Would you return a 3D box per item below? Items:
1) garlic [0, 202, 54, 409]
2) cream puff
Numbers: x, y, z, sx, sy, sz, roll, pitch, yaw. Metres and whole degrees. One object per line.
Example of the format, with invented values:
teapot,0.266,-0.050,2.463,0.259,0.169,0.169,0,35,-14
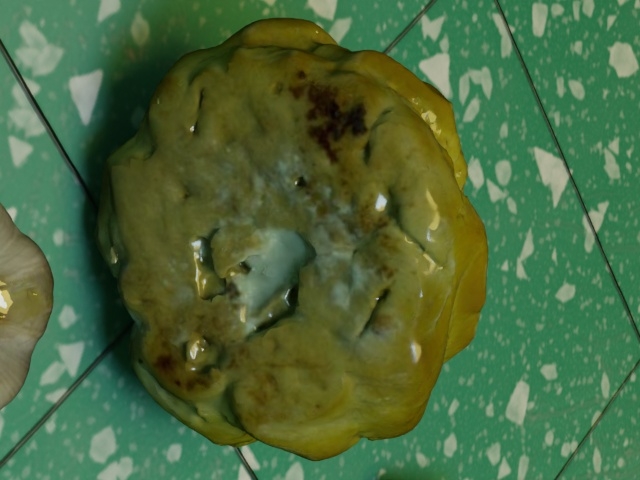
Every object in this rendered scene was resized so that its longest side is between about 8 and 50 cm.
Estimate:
garlic,-0.291,0.039,1.250,0.227,0.152,0.228,-6,102,-30
cream puff,0.000,-0.002,1.483,0.257,0.291,0.324,-6,78,-68
